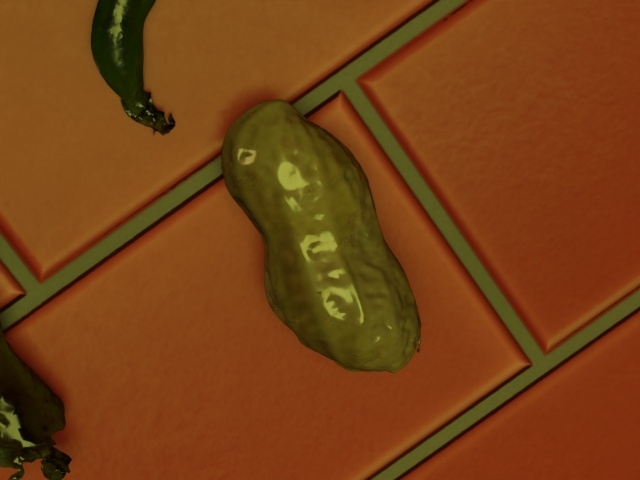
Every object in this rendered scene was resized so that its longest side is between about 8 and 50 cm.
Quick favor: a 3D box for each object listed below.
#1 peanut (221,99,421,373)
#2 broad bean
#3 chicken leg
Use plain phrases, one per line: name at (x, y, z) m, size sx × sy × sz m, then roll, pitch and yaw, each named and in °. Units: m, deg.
peanut at (0.000, 0.000, 1.553) m, size 0.149 × 0.149 × 0.313 m, roll -22°, pitch 104°, yaw -2°
broad bean at (-0.144, -0.259, 1.526) m, size 0.144 × 0.049 × 0.292 m, roll 30°, pitch 99°, yaw -18°
chicken leg at (-0.404, 0.087, 1.527) m, size 0.201 × 0.152 × 0.429 m, roll -32°, pitch 112°, yaw 14°
